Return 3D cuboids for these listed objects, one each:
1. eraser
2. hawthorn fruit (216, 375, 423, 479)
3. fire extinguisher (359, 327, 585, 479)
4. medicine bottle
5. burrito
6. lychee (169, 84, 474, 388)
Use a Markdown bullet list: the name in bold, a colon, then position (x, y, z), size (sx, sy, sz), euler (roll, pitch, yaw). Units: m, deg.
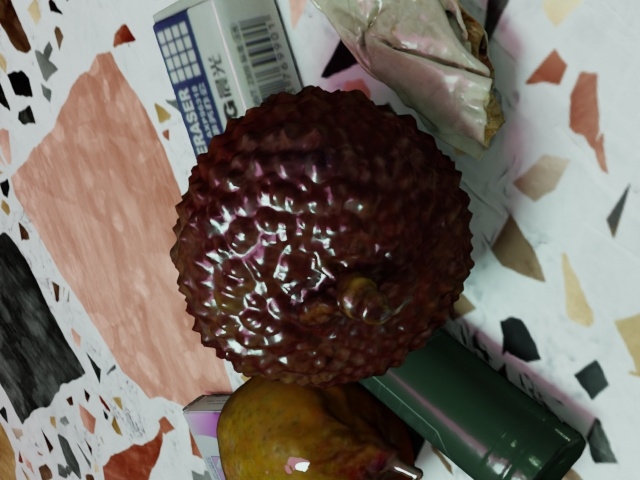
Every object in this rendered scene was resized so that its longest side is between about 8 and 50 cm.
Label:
- **eraser**: position (-0.078, -0.124, 0.995), size (0.124, 0.081, 0.278), euler (-6, 105, 50)
- **hawthorn fruit**: position (0.012, 0.221, 0.986), size (0.248, 0.208, 0.208), euler (-14, 99, 51)
- **fire extinguisher**: position (0.097, 0.132, 0.913), size (0.311, 0.114, 0.095), euler (39, 124, 31)
- **medicine bottle**: position (-0.090, 0.302, 1.266), size (0.171, 0.052, 0.201), euler (-11, 103, 50)
- **burrito**: position (0.029, -0.237, 0.814), size (0.392, 0.076, 0.117), euler (51, 143, 14)
- **lychee**: position (0.000, 0.000, 0.803), size (0.300, 0.264, 0.264), euler (-128, 28, -67)
